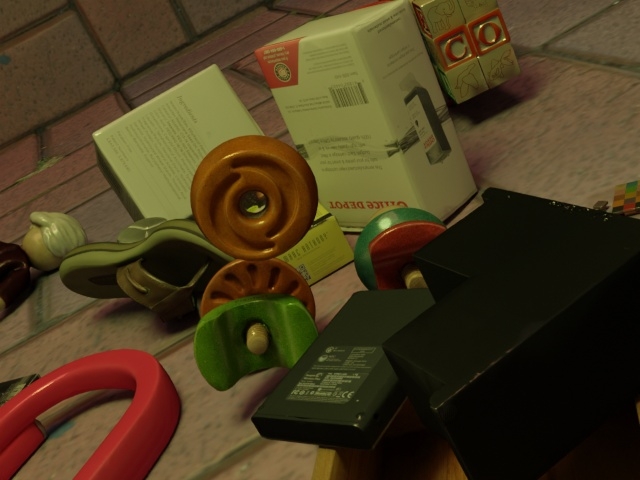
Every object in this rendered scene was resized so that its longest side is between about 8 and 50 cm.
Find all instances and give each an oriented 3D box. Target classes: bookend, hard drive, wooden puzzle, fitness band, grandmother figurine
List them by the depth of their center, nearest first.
[{"bbox_3d":[0.097,0.049,0.502,0.157,0.072,0.156,-35,23,-16],"label":"bookend"},{"bbox_3d":[0.028,0.078,0.581,0.094,0.022,0.135,-6,31,42],"label":"hard drive"},{"bbox_3d":[0.277,-0.039,0.762,0.083,0.006,0.049,-13,26,30],"label":"wooden puzzle"},{"bbox_3d":[-0.243,0.204,0.768,0.209,0.054,0.291,-9,30,32],"label":"fitness band"},{"bbox_3d":[-0.503,0.063,1.302,0.342,0.104,0.208,-32,50,-18],"label":"grandmother figurine"}]

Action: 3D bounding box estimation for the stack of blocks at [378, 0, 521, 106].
[{"bbox_3d":[0.164,-0.270,1.167,0.087,0.171,0.297,-26,24,3],"label":"stack of blocks"}]

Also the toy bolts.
[{"bbox_3d":[0.000,0.000,0.768,0.228,0.218,0.158,-8,17,-1],"label":"toy bolts"}]

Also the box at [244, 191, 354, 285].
[{"bbox_3d":[-0.041,-0.017,1.000,0.087,0.058,0.232,-31,23,-6],"label":"box"}]

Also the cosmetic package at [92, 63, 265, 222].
[{"bbox_3d":[-0.175,-0.102,1.150,0.183,0.151,0.151,-33,-2,-14],"label":"cosmetic package"}]

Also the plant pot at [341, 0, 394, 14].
[{"bbox_3d":[0.048,-0.184,1.107,0.191,0.174,0.191,-23,23,11],"label":"plant pot"}]

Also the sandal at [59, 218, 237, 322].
[{"bbox_3d":[-0.177,0.050,0.972,0.302,0.120,0.086,-11,52,39],"label":"sandal"}]

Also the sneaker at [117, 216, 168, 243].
[{"bbox_3d":[-0.163,0.010,1.029,0.152,0.061,0.054,3,37,13],"label":"sneaker"}]

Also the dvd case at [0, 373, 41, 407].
[{"bbox_3d":[-0.425,0.223,0.964,0.221,0.018,0.164,-16,26,24],"label":"dvd case"}]

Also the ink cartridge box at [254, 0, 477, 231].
[{"bbox_3d":[0.048,-0.122,0.918,0.092,0.218,0.158,-36,24,-33],"label":"ink cartridge box"}]

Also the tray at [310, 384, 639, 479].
[{"bbox_3d":[0.082,0.187,0.413,0.203,0.076,0.411,-19,23,20],"label":"tray"}]
